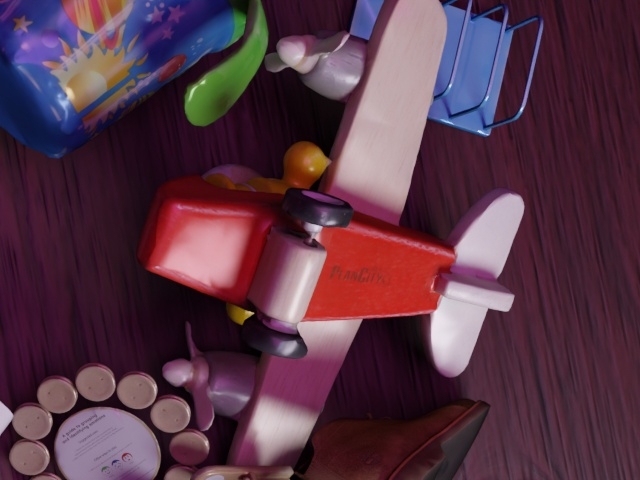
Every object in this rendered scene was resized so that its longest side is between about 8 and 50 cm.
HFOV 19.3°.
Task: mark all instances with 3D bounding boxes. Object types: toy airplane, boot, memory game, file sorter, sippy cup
[{"bbox_3d":[0.000,0.000,1.745,0.386,0.272,0.384,-44,138,-25],"label":"toy airplane"},{"bbox_3d":[0.074,0.188,1.748,0.115,0.305,0.112,27,106,16],"label":"boot"},{"bbox_3d":[-0.194,0.193,1.715,0.186,0.012,0.186,2,117,4],"label":"memory game"},{"bbox_3d":[0.120,-0.188,1.858,0.170,0.104,0.118,16,81,-17],"label":"file sorter"},{"bbox_3d":[-0.211,-0.203,1.668,0.224,0.305,0.240,-48,115,-22],"label":"sippy cup"}]

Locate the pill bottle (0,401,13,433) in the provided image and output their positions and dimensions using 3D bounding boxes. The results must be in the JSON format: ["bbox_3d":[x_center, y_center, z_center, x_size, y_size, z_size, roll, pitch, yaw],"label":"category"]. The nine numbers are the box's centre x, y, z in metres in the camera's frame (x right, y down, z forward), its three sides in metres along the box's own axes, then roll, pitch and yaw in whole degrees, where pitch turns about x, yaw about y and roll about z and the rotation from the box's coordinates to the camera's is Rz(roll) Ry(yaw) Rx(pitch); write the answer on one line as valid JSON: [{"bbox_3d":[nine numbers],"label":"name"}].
[{"bbox_3d":[-0.359,0.202,1.664,0.108,0.108,0.180,41,74,-11],"label":"pill bottle"}]

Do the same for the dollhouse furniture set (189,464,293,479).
[{"bbox_3d":[-0.062,0.280,1.679,0.123,0.144,0.151,7,43,-42],"label":"dollhouse furniture set"}]
